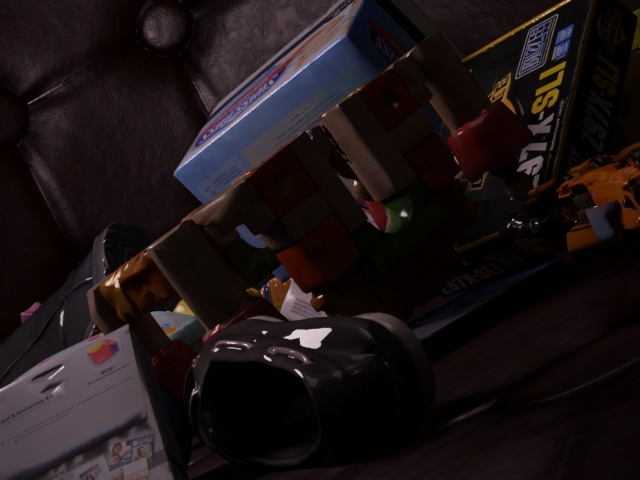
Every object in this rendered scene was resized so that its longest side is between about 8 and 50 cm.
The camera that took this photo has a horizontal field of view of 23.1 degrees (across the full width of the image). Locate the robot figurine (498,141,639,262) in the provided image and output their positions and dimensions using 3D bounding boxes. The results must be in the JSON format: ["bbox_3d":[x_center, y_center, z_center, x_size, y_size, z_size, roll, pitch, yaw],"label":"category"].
[{"bbox_3d":[0.290,-0.043,1.478,0.211,0.085,0.291,-27,1,-15],"label":"robot figurine"}]

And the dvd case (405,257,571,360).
[{"bbox_3d":[0.095,0.092,1.460,0.253,0.022,0.180,-27,1,-32],"label":"dvd case"}]

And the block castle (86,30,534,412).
[{"bbox_3d":[0.000,0.000,1.652,0.453,0.213,0.303,-39,4,-30],"label":"block castle"}]

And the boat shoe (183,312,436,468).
[{"bbox_3d":[-0.044,0.118,1.187,0.095,0.112,0.335,-22,2,-32],"label":"boat shoe"}]

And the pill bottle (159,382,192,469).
[{"bbox_3d":[-0.171,0.174,1.296,0.123,0.122,0.219,-27,1,3],"label":"pill bottle"}]

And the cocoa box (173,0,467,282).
[{"bbox_3d":[0.015,-0.153,2.138,0.347,0.231,0.228,-36,16,31],"label":"cocoa box"}]

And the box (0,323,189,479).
[{"bbox_3d":[-0.174,0.162,1.117,0.145,0.038,0.186,-27,45,2],"label":"box"}]

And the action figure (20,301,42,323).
[{"bbox_3d":[-0.376,0.206,2.544,0.370,0.248,0.275,-3,43,46],"label":"action figure"}]

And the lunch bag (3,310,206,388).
[{"bbox_3d":[-0.267,0.195,1.906,0.262,0.160,0.223,-33,-3,26],"label":"lunch bag"}]

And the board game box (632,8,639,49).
[{"bbox_3d":[0.360,-0.248,1.999,0.181,0.043,0.092,-27,2,5],"label":"board game box"}]

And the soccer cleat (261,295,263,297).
[{"bbox_3d":[-0.150,0.149,2.196,0.289,0.121,0.093,-27,1,45],"label":"soccer cleat"}]

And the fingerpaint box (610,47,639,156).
[{"bbox_3d":[0.387,-0.149,2.121,0.371,0.163,0.445,-27,1,-33],"label":"fingerpaint box"}]

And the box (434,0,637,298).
[{"bbox_3d":[0.232,-0.113,1.827,0.257,0.079,0.322,-23,42,51],"label":"box"}]

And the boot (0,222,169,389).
[{"bbox_3d":[-0.389,0.234,2.298,0.445,0.146,0.367,-41,33,34],"label":"boot"}]

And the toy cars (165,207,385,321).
[{"bbox_3d":[-0.075,0.078,2.022,0.394,0.176,0.087,-27,-33,14],"label":"toy cars"}]

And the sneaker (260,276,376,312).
[{"bbox_3d":[0.027,0.084,2.215,0.131,0.111,0.296,-6,-11,-40],"label":"sneaker"}]
